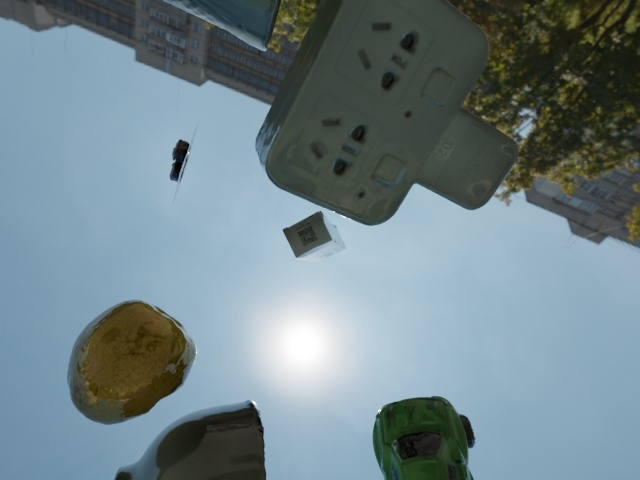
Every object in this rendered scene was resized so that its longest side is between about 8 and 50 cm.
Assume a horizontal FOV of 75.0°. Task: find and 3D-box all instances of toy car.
[{"bbox_3d":[0.209,0.483,0.796,0.213,0.176,0.359,-13,-124,14],"label":"toy car"}]

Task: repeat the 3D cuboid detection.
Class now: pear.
[{"bbox_3d":[-0.273,0.178,0.608,0.178,0.178,0.178,14,-140,-12],"label":"pear"}]

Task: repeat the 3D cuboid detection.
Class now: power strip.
[{"bbox_3d":[0.083,-0.139,0.481,0.261,0.229,0.141,21,-160,-26],"label":"power strip"}]

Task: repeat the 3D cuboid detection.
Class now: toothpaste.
[{"bbox_3d":[0.000,0.000,0.927,0.067,0.081,0.336,64,-175,7],"label":"toothpaste"}]

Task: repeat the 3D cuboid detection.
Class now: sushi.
[{"bbox_3d":[-0.386,-0.214,1.134,0.040,0.210,0.193,18,-120,-18],"label":"sushi"}]

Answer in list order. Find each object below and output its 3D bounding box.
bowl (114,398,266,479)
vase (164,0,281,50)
[{"bbox_3d":[-0.195,0.406,0.575,0.185,0.354,0.354,8,-138,-17],"label":"bowl"},{"bbox_3d":[-0.137,-0.239,0.338,0.219,0.096,0.096,15,-140,-12],"label":"vase"}]
